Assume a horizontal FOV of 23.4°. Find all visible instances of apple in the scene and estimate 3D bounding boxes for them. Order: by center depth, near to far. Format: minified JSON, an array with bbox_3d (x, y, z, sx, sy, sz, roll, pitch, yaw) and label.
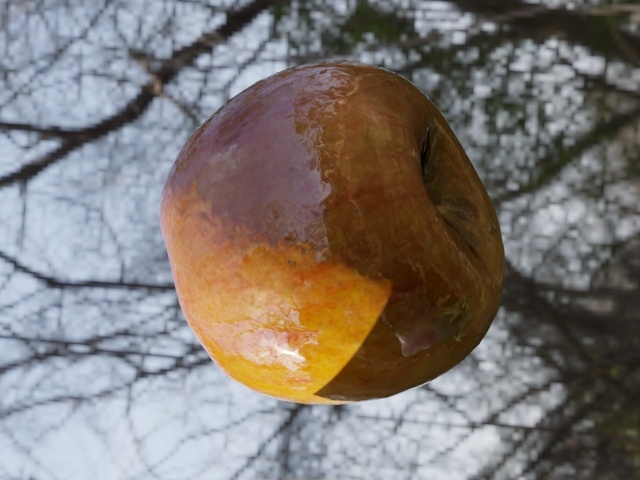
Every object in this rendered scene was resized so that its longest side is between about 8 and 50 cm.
[{"bbox_3d":[0.000,0.000,1.300,0.299,0.275,0.299,57,-159,-36],"label":"apple"}]
